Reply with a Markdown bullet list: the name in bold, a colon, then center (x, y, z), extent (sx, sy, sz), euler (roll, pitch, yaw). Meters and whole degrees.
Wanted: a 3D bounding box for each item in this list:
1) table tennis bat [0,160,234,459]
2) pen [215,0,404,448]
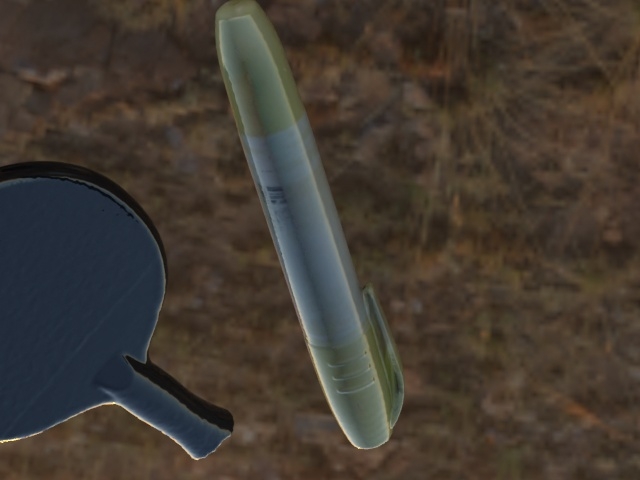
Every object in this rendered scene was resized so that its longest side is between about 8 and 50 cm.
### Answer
- **table tennis bat**: center (-0.122, 0.052, 0.775), extent (0.236, 0.150, 0.027), euler (42, 180, -44)
- **pen**: center (0.000, 0.000, 0.663), extent (0.040, 0.032, 0.233), euler (-14, 124, 3)
